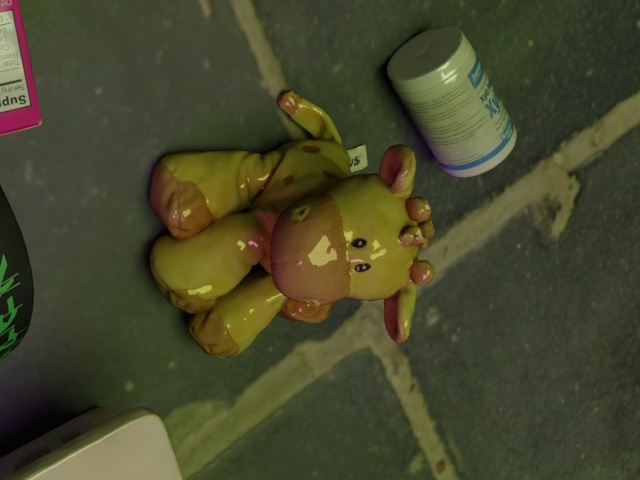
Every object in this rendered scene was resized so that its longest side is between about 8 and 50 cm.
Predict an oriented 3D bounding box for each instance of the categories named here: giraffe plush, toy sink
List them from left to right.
[{"bbox_3d":[-0.176,0.216,0.845,0.153,0.131,0.234,-29,123,-24],"label":"toy sink"},{"bbox_3d":[0.000,0.000,0.871,0.210,0.170,0.181,-39,122,-18],"label":"giraffe plush"}]

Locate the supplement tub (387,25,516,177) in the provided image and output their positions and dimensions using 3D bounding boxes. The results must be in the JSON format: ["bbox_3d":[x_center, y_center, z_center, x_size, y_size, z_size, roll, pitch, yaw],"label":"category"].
[{"bbox_3d":[0.107,-0.110,0.972,0.071,0.071,0.107,-45,125,-15],"label":"supplement tub"}]

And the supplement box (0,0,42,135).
[{"bbox_3d":[-0.248,-0.166,0.691,0.114,0.111,0.220,-17,114,-29],"label":"supplement box"}]

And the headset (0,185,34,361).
[{"bbox_3d":[-0.316,-0.055,0.565,0.185,0.394,0.243,-45,170,-37],"label":"headset"}]
